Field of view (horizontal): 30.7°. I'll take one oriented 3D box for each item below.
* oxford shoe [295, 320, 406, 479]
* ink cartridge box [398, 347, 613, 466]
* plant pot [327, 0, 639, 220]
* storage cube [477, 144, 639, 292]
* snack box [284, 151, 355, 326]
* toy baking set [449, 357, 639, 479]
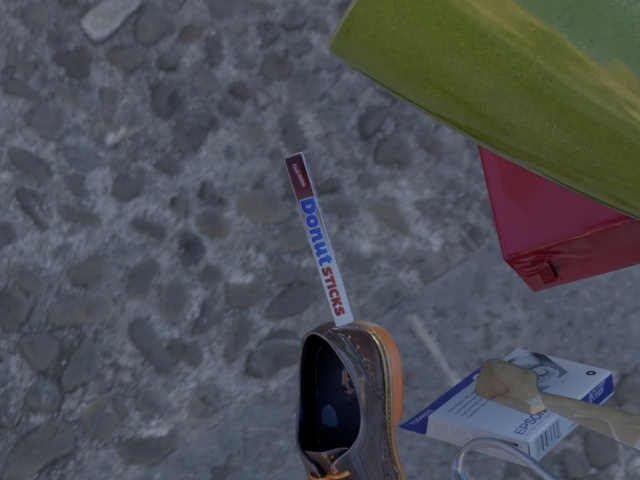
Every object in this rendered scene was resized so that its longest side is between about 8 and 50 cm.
[{"bbox_3d":[0.025,0.267,1.250,0.133,0.130,0.364,11,68,-61],"label":"oxford shoe"},{"bbox_3d":[0.257,0.221,1.628,0.223,0.224,0.045,-29,117,-42],"label":"ink cartridge box"},{"bbox_3d":[0.203,-0.136,0.770,0.293,0.275,0.275,41,61,-1],"label":"plant pot"},{"bbox_3d":[0.339,-0.060,1.565,0.193,0.183,0.215,-18,67,18],"label":"storage cube"},{"bbox_3d":[0.000,0.000,1.191,0.022,0.064,0.178,-17,87,4],"label":"snack box"},{"bbox_3d":[0.181,0.192,0.785,0.030,0.197,0.256,18,59,-54],"label":"toy baking set"}]
